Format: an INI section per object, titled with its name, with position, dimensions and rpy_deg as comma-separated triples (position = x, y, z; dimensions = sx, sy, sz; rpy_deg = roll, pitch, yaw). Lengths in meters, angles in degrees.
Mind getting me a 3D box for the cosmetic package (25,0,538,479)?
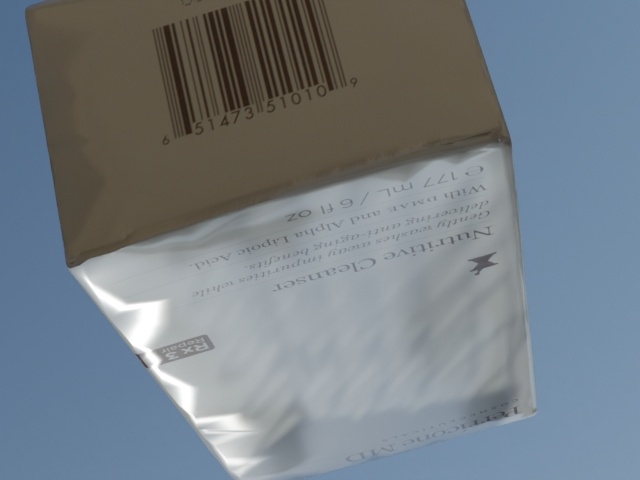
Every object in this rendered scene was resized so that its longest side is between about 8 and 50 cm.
[cosmetic package]
position = 0.000, 0.000, 0.860
dimensions = 0.385, 0.217, 0.156
rpy_deg = 65, -170, -61
